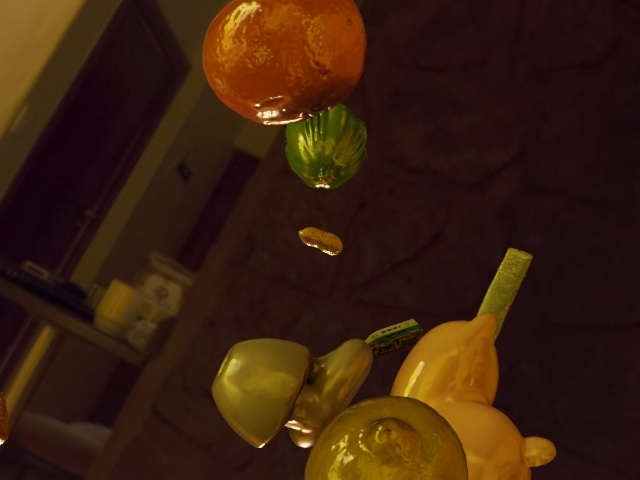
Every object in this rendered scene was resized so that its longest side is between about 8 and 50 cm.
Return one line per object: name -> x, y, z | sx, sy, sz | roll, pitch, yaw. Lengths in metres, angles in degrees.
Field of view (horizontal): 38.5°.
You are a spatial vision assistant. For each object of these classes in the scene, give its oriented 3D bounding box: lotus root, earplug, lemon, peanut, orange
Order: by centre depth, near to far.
lemon -> 0.072, 0.276, 1.041 | 0.184, 0.184, 0.248 | 26, -35, 9
orange -> -0.044, -0.237, 1.177 | 0.170, 0.224, 0.224 | 61, -11, 4
peanut -> 0.000, 0.000, 1.518 | 0.083, 0.037, 0.037 | 17, -6, -24
earplug -> -0.036, 0.250, 1.566 | 0.325, 0.214, 0.175 | 6, 31, -46
lotus root -> 0.008, -0.170, 1.877 | 0.186, 0.186, 0.186 | 27, -11, 6

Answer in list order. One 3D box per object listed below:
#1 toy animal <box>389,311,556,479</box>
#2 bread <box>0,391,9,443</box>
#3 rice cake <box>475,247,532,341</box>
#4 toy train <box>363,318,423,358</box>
toy animal -> 0.200, 0.302, 1.275 | 0.247, 0.345, 0.277 | 19, -38, 37
bread -> -0.668, 0.336, 1.738 | 0.229, 0.143, 0.139 | 89, -24, -61
rice cake -> 0.393, 0.176, 2.106 | 0.066, 0.336, 0.063 | 26, 4, 22
toy train -> 0.145, 0.256, 2.274 | 0.051, 0.234, 0.052 | 47, -38, 43
